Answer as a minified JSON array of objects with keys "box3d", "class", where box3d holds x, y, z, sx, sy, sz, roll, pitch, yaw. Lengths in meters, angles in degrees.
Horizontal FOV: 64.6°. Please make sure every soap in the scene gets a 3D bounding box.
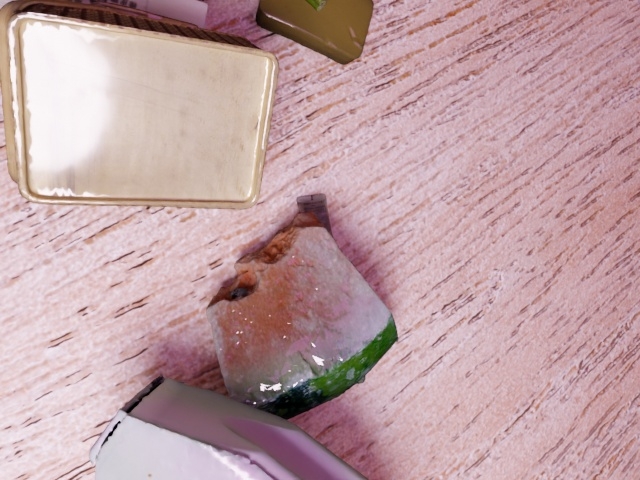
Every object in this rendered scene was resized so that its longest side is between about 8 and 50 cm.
[{"box3d":[-0.082,0.371,0.618,0.446,0.156,0.261,38,100,2],"class":"soap"}]

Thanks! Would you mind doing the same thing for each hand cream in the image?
[{"box3d":[0.000,0.000,0.881,0.057,0.037,0.165,-9,81,-22],"class":"hand cream"}]

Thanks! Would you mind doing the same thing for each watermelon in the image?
[{"box3d":[-0.034,0.135,0.769,0.264,0.151,0.302,-32,94,-7],"class":"watermelon"}]

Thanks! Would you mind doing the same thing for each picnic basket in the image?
[{"box3d":[-0.238,-0.179,0.675,0.312,0.175,0.228,0,118,-26],"class":"picnic basket"}]

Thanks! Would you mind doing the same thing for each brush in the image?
[{"box3d":[-0.010,-0.404,0.894,0.197,0.059,0.123,18,82,-19],"class":"brush"}]

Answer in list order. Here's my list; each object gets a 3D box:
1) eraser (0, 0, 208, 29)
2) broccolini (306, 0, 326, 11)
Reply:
[{"box3d":[-0.372,-0.344,0.719,0.403,0.096,0.098,11,80,-22],"class":"eraser"},{"box3d":[-0.126,-0.399,0.803,0.271,0.062,0.123,16,82,0],"class":"broccolini"}]
